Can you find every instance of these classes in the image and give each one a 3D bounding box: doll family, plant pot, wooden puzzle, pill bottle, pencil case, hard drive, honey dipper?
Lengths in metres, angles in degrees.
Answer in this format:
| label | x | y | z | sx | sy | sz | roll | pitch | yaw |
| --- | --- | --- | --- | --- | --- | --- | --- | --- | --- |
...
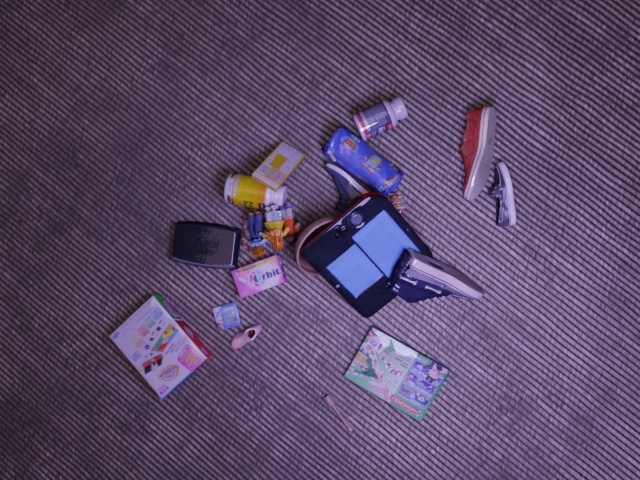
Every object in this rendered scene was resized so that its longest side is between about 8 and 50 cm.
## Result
| label | x | y | z | sx | sy | sz | roll | pitch | yaw |
| --- | --- | --- | --- | --- | --- | --- | --- | --- | --- |
| doll family | -0.202 | -0.027 | 1.774 | 0.263 | 0.118 | 0.163 | -14 | 79 | 28 |
| plant pot | 0.000 | 0.000 | 1.768 | 0.237 | 0.237 | 0.109 | -45 | 46 | 4 |
| wooden puzzle | 0.283 | -0.142 | 1.816 | 0.049 | 0.006 | 0.083 | -5 | 89 | 6 |
| pill bottle | 0.213 | -0.439 | 1.776 | 0.180 | 0.108 | 0.107 | -25 | 87 | 6 |
| pencil case | 0.147 | -0.278 | 1.771 | 0.306 | 0.119 | 0.133 | 39 | 57 | 5 |
| hard drive | -0.432 | 0.018 | 1.866 | 0.255 | 0.054 | 0.171 | 7 | 90 | 6 |
| honey dipper | 0.068 | 0.636 | 1.821 | 0.030 | 0.030 | 0.160 | -37 | 87 | 5 |
| pill bottle | -0.235 | -0.176 | 1.816 | 0.215 | 0.117 | 0.117 | 9 | 90 | 6 |

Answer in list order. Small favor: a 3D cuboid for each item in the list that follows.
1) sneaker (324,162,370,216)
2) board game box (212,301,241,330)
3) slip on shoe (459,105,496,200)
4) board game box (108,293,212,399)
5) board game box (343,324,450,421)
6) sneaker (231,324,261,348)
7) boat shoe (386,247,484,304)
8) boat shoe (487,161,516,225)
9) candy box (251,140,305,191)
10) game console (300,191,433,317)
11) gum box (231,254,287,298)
| label | x | y | z | sx | sy | sz | roll | pitch | yaw |
| --- | --- | --- | --- | --- | --- | --- | --- | --- | --- |
| sneaker | 0.067 | -0.162 | 1.800 | 0.226 | 0.086 | 0.163 | 42 | 92 | 5 |
| board game box | -0.352 | 0.286 | 1.873 | 0.090 | 0.020 | 0.090 | -17 | 86 | 6 |
| slip on shoe | 0.541 | -0.305 | 1.750 | 0.101 | 0.123 | 0.331 | 10 | 96 | 38 |
| board game box | -0.604 | 0.398 | 1.876 | 0.242 | 0.064 | 0.316 | -42 | 86 | 4 |
| board game box | 0.273 | 0.476 | 1.792 | 0.317 | 0.046 | 0.213 | 30 | 93 | 5 |
| sneaker | -0.283 | 0.359 | 1.840 | 0.134 | 0.070 | 0.051 | -34 | 88 | 6 |
| boat shoe | 0.393 | 0.161 | 1.732 | 0.341 | 0.127 | 0.158 | 26 | 111 | -14 |
| boat shoe | 0.630 | -0.160 | 1.750 | 0.076 | 0.080 | 0.228 | -10 | 96 | 4 |
| candy box | -0.150 | -0.270 | 1.797 | 0.105 | 0.027 | 0.206 | 33 | 56 | 4 |
| game console | 0.173 | 0.055 | 1.716 | 0.342 | 0.060 | 0.386 | -42 | 115 | 3 |
| gum box | -0.220 | 0.131 | 1.839 | 0.189 | 0.062 | 0.107 | -20 | 88 | 6 |
